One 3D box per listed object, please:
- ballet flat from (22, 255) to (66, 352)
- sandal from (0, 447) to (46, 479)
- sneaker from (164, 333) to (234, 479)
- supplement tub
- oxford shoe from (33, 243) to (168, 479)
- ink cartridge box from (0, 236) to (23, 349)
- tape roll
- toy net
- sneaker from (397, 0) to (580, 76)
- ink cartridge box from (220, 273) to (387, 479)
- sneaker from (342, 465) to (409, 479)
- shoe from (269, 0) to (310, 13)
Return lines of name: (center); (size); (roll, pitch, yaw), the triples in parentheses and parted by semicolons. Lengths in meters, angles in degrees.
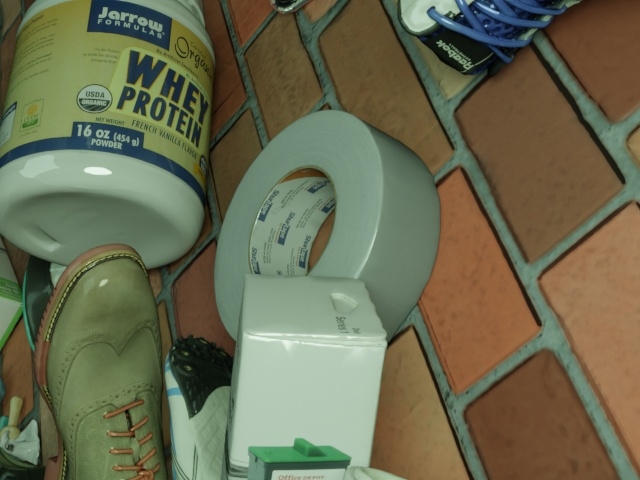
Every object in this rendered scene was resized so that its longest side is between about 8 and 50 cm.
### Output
ballet flat: (-0.321, 0.020, 1.185); (0.096, 0.095, 0.280); (-31, 48, 22)
sandal: (-0.352, 0.308, 1.084); (0.303, 0.086, 0.120); (6, 70, 37)
sneaker: (-0.104, 0.179, 0.838); (0.086, 0.085, 0.237); (-56, 34, 26)
supplement tub: (-0.237, -0.146, 1.049); (0.228, 0.228, 0.316); (-27, 53, 41)
oxford shoe: (-0.180, 0.170, 0.856); (0.130, 0.123, 0.348); (35, 130, 41)
ink cartridge box: (-0.571, 0.092, 1.433); (0.198, 0.115, 0.273); (-57, 38, 12)
tape roll: (0.000, 0.000, 0.810); (0.219, 0.072, 0.219); (-26, 53, 41)
toy net: (-0.435, 0.258, 1.236); (0.232, 0.045, 0.122); (29, 94, 53)
sneaker: (0.162, -0.202, 0.688); (0.182, 0.127, 0.315); (-65, 30, 9)
ink cartridge box: (-0.020, 0.144, 0.642); (0.160, 0.093, 0.219); (-111, 27, -78)
sneaker: (0.069, 0.218, 0.442); (0.292, 0.108, 0.169); (29, 98, 55)
shoe: (0.001, -0.321, 0.990); (0.178, 0.063, 0.081); (-38, 46, 41)
